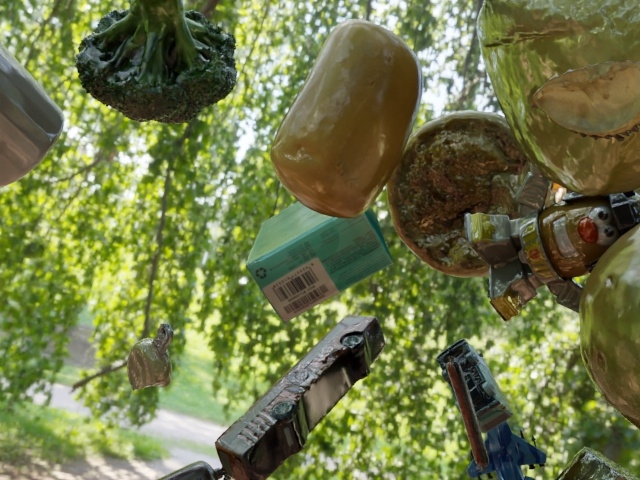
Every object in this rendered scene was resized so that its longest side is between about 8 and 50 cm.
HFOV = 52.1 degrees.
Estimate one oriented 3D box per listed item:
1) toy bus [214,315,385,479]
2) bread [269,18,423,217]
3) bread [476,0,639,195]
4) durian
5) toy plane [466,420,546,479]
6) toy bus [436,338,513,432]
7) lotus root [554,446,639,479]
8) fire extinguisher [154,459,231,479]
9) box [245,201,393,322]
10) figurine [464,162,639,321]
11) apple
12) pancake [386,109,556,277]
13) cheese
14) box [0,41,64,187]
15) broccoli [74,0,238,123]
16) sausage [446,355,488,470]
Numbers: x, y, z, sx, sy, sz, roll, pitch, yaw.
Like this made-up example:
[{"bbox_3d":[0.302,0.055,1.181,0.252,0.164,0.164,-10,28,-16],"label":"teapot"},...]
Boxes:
[{"bbox_3d":[-0.020,0.276,1.195,0.092,0.409,0.093,8,-57,38],"label":"toy bus"},{"bbox_3d":[0.042,-0.130,0.715,0.098,0.217,0.147,17,-9,45],"label":"bread"},{"bbox_3d":[0.325,-0.210,0.741,0.238,0.320,0.320,-23,-22,9],"label":"bread"},{"bbox_3d":[0.241,-0.117,0.561,0.066,0.052,0.130,18,-12,-30],"label":"durian"},{"bbox_3d":[0.381,0.420,1.400,0.170,0.246,0.078,-14,-20,3],"label":"toy plane"},{"bbox_3d":[0.293,0.277,1.251,0.092,0.079,0.160,39,19,-37],"label":"toy bus"},{"bbox_3d":[0.476,0.518,1.133,0.267,0.260,0.149,31,3,-25],"label":"lotus root"},{"bbox_3d":[-0.264,0.447,1.136,0.268,0.072,0.089,-20,-37,-20],"label":"fire extinguisher"},{"bbox_3d":[0.000,0.000,1.121,0.205,0.118,0.311,-28,13,6],"label":"box"},{"bbox_3d":[0.391,-0.003,1.043,0.309,0.308,0.143,10,26,15],"label":"figurine"},{"bbox_3d":[0.507,0.111,0.818,0.339,0.338,0.305,11,15,11],"label":"apple"},{"bbox_3d":[0.315,-0.098,1.430,0.387,0.386,0.082,6,15,30],"label":"pancake"},{"bbox_3d":[-0.286,0.208,1.132,0.048,0.092,0.171,-11,-17,-42],"label":"cheese"},{"bbox_3d":[-0.558,-0.202,1.031,0.292,0.262,0.206,-4,-38,33],"label":"box"},{"bbox_3d":[-0.269,-0.343,1.119,0.298,0.297,0.297,14,-52,-2],"label":"broccoli"},{"bbox_3d":[0.248,0.290,1.103,0.025,0.198,0.028,-15,-5,-12],"label":"sausage"}]
